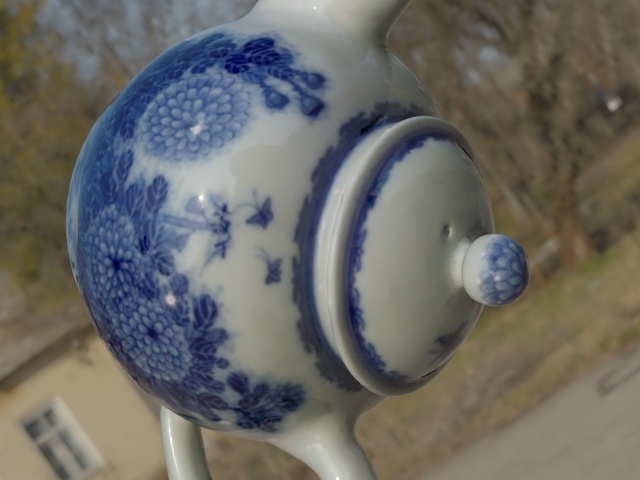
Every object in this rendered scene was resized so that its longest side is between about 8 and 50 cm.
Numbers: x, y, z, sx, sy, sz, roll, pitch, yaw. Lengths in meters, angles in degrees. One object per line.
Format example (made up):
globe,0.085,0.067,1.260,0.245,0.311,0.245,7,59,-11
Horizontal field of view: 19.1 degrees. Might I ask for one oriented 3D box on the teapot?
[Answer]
teapot,0.000,0.000,1.106,0.280,0.424,0.252,11,3,36
